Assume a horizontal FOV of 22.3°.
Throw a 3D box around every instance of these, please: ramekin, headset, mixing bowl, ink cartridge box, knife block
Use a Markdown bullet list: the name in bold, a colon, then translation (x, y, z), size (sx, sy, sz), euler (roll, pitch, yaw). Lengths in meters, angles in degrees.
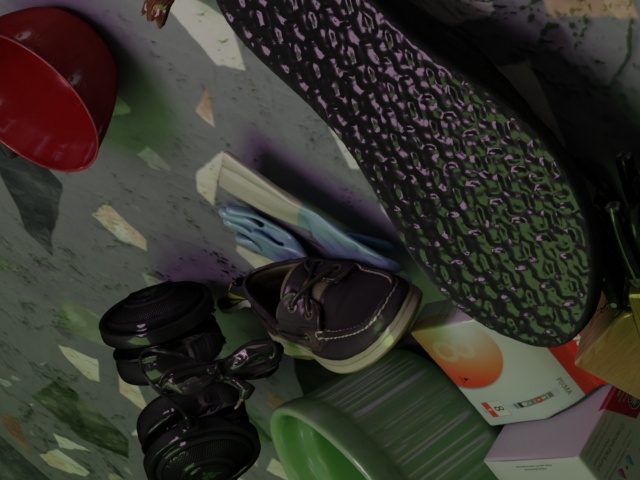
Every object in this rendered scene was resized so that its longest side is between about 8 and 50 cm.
- **ramekin**: translation (0.096, 0.260, 1.711), size (0.303, 0.148, 0.303), euler (47, 159, 24)
- **headset**: translation (-0.128, 0.152, 1.788), size (0.394, 0.185, 0.243), euler (99, 152, -84)
- **mixing bowl**: translation (-0.272, -0.168, 1.634), size (0.181, 0.098, 0.181), euler (25, 147, 18)
- **ink cartridge box**: translation (0.195, 0.108, 1.514), size (0.179, 0.045, 0.145), euler (-11, 129, 45)
- **ink cartridge box**: translation (0.277, 0.227, 1.591), size (0.127, 0.128, 0.176), euler (-12, 124, 49)
- **knife block**: translation (0.330, 0.043, 1.335), size (0.276, 0.088, 0.242), euler (29, 138, -7)

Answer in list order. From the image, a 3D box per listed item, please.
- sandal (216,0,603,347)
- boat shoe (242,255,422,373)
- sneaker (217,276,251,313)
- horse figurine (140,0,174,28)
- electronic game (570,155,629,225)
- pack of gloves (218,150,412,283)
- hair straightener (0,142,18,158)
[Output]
- **sandal**: translation (0.091, -0.113, 1.332), size (0.446, 0.107, 0.167), euler (52, 131, 11)
- **boat shoe**: translation (0.000, 0.062, 1.592), size (0.092, 0.103, 0.285), euler (39, 165, -18)
- **sneaker**: translation (-0.090, 0.057, 1.818), size (0.083, 0.031, 0.035), euler (-18, 106, 47)
- **horse figurine**: translation (-0.190, -0.312, 1.408), size (0.263, 0.066, 0.174), euler (49, 152, -15)
- **electronic game**: translation (0.169, -0.013, 1.461), size (0.229, 0.048, 0.229), euler (18, 142, 14)
- **pack of gloves**: translation (0.000, 0.000, 1.663), size (0.232, 0.046, 0.195), euler (35, 160, 7)
- **hair straightener**: translation (-0.376, -0.184, 1.772), size (0.089, 0.047, 0.230), euler (9, 134, 36)
